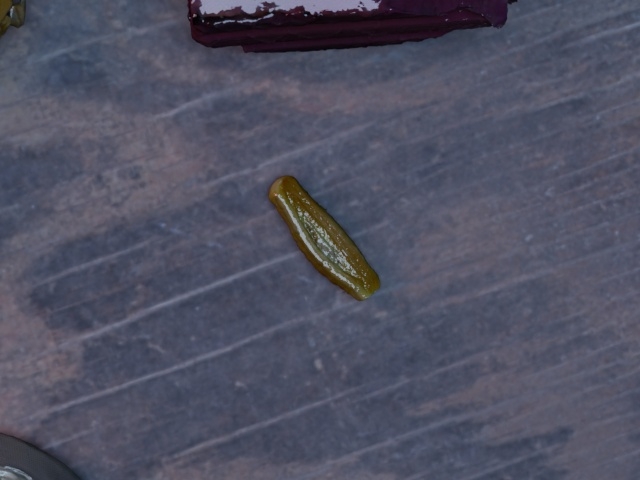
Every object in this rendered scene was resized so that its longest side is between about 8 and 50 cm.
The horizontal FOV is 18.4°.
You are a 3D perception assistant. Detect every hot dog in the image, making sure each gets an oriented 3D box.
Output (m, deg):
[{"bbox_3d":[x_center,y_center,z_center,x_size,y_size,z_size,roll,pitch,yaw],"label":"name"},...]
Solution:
[{"bbox_3d":[0.000,0.000,1.804,0.137,0.028,0.044,49,60,-9],"label":"hot dog"}]

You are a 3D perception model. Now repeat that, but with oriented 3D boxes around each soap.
[{"bbox_3d":[0.026,-0.227,1.724,0.289,0.182,0.112,-2,91,-2],"label":"soap"}]

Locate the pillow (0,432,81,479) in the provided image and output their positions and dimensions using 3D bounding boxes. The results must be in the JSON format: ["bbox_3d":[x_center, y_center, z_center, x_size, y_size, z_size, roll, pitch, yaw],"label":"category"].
[{"bbox_3d":[-0.317,0.295,1.761,0.169,0.059,0.255,28,90,-8],"label":"pillow"}]

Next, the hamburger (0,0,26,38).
[{"bbox_3d":[-0.399,-0.270,1.673,0.314,0.170,0.289,8,98,-9],"label":"hamburger"}]
